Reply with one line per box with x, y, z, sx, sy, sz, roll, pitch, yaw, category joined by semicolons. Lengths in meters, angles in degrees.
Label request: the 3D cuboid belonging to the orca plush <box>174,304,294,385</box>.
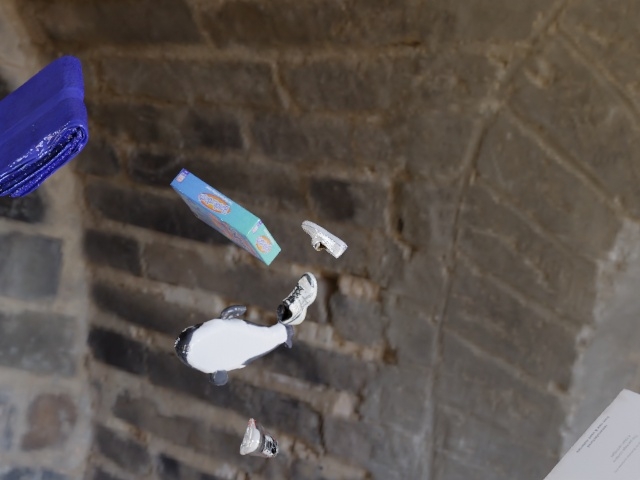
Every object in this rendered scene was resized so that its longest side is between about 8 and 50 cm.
-0.176;0.169;1.938;0.102;0.151;0.287;20;30;36;orca plush

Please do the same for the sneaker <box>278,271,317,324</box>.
-0.032;0.083;1.451;0.037;0.083;0.032;-2;29;-44;sneaker

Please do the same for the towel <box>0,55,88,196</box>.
-0.551;-0.226;2.065;0.076;0.227;0.308;49;13;-38;towel

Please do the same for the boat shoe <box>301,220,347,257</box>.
0.000;0.000;1.811;0.100;0.035;0.035;32;-12;29;boat shoe

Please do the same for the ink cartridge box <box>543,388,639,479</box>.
0.389;0.305;1.110;0.232;0.168;0.171;21;-41;43;ink cartridge box

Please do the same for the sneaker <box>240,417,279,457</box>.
-0.097;0.337;1.753;0.064;0.061;0.158;19;-9;-1;sneaker

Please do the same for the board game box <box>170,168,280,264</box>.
-0.191;-0.046;2.112;0.210;0.047;0.160;32;-12;25;board game box
